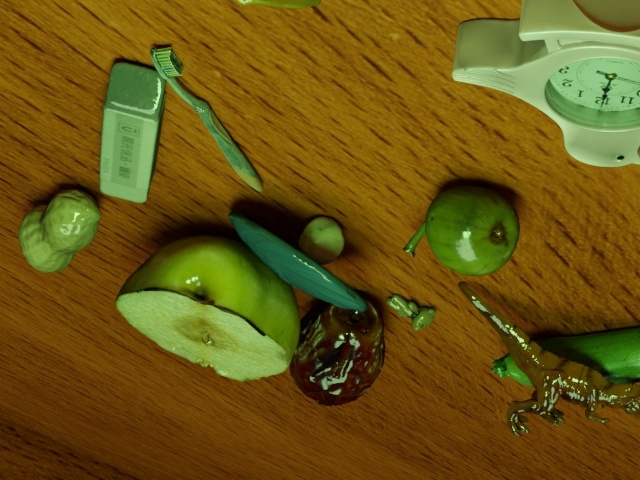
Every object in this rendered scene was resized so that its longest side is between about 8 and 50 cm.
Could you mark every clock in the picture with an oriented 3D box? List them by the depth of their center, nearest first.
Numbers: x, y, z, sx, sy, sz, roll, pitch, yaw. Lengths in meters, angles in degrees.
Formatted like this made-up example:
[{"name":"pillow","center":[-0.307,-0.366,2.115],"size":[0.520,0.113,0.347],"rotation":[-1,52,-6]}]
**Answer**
[{"name":"clock","center":[0.307,-0.202,1.397],"size":[0.290,0.080,0.275],"rotation":[11,154,5]}]

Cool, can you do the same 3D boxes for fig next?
[{"name":"fig","center":[0.227,-0.019,1.759],"size":[0.142,0.147,0.186],"rotation":[4,-165,-13]}]

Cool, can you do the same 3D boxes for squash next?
[{"name":"squash","center":[0.504,0.228,2.139],"size":[0.395,0.107,0.107],"rotation":[-12,145,39]}]

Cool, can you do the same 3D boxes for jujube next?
[{"name":"jujube","center":[0.039,0.217,2.233],"size":[0.197,0.197,0.290],"rotation":[14,145,-4]}]

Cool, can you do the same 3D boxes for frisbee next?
[{"name":"frisbee","center":[-0.048,0.049,1.943],"size":[0.289,0.049,0.289],"rotation":[34,175,3]}]

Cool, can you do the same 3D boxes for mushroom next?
[{"name":"mushroom","center":[0.000,0.000,1.936],"size":[0.067,0.083,0.083],"rotation":[22,166,42]}]

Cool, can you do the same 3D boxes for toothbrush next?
[{"name":"toothbrush","center":[-0.164,-0.175,1.717],"size":[0.037,0.028,0.375],"rotation":[-6,149,19]}]

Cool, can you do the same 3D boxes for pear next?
[{"name":"pear","center":[-0.189,0.098,2.088],"size":[0.340,0.191,0.386],"rotation":[19,155,0]}]

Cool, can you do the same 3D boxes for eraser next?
[{"name":"eraser","center":[-0.296,-0.161,1.766],"size":[0.089,0.061,0.352],"rotation":[15,155,-5]}]

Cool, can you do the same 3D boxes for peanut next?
[{"name":"peanut","center":[-0.480,-0.022,2.067],"size":[0.124,0.123,0.257],"rotation":[23,150,-20]}]

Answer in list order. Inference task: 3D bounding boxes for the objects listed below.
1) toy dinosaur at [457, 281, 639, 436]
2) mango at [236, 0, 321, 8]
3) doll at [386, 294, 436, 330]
[{"name":"toy dinosaur","center":[0.407,0.260,2.076],"size":[0.432,0.097,0.208],"rotation":[25,124,4]},{"name":"mango","center":[-0.056,-0.314,1.352],"size":[0.127,0.063,0.077],"rotation":[12,150,-11]},{"name":"doll","center":[0.176,0.133,2.186],"size":[0.093,0.051,0.061],"rotation":[46,150,-1]}]
